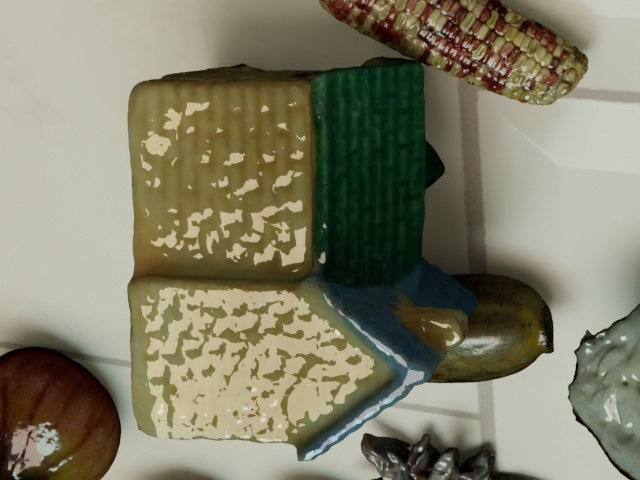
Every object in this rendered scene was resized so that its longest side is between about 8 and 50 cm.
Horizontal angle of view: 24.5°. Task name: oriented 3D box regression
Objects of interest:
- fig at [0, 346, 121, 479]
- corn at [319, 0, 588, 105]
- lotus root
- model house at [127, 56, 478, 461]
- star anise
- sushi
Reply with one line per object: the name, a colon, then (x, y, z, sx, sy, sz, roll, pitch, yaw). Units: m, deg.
fig: (-0.403, 0.265, 2.072, 0.235, 0.214, 0.235, 35, 147, 27)
corn: (0.136, -0.222, 1.515, 0.290, 0.098, 0.098, 25, 132, -1)
lotus root: (0.158, 0.103, 1.742, 0.241, 0.124, 0.123, -9, 133, 30)
model house: (0.000, 0.000, 1.569, 0.343, 0.334, 0.382, 0, 102, 17)
star anise: (0.167, 0.348, 1.945, 0.283, 0.129, 0.212, 32, 121, -17)
sushi: (0.435, 0.115, 1.582, 0.348, 0.207, 0.234, -34, 65, 25)
